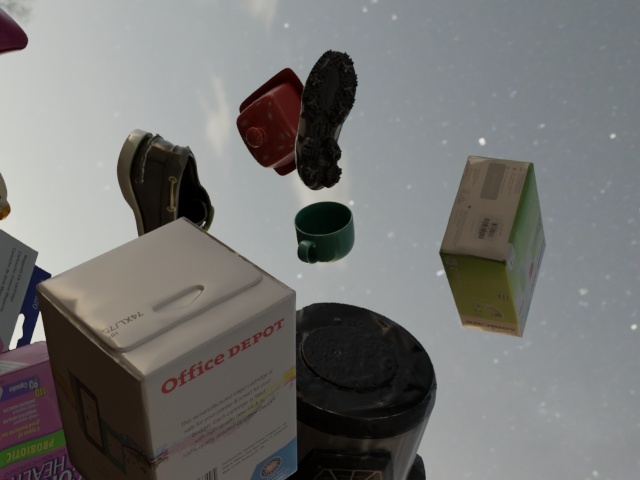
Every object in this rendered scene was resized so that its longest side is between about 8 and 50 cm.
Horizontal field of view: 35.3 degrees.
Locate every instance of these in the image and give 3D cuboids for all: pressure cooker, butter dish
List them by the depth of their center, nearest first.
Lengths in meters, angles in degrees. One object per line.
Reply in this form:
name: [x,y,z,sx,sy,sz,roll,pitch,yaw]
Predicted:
butter dish: [-0.086,-0.195,1.774,0.160,0.118,0.159,-31,-88,40]
pressure cooker: [0.018,0.381,1.988,0.370,0.376,0.420,34,-53,27]

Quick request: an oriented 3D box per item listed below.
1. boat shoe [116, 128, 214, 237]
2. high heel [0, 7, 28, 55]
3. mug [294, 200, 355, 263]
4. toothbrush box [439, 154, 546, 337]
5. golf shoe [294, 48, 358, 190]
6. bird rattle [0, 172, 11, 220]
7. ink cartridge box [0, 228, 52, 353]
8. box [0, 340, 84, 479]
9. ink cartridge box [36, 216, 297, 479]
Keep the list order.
boat shoe: [-0.206,-0.042,1.437,0.091,0.109,0.305,14,-28,13]
high heel: [-0.342,-0.220,0.876,0.244,0.117,0.082,39,-63,48]
mug: [-0.001,-0.006,2.208,0.129,0.158,0.097,46,-28,46]
toothbrush box: [0.314,0.015,1.798,0.122,0.206,0.283,10,-28,21]
golf shoe: [-0.003,-0.169,1.415,0.094,0.077,0.198,178,-76,-73]
bird rattle: [-0.589,-0.110,1.572,0.253,0.143,0.207,50,14,32]
ink cartridge box: [-0.682,0.134,2.028,0.071,0.324,0.330,-10,-33,33]
box: [-0.434,0.288,1.461,0.117,0.214,0.242,2,-82,31]
ink cartridge box: [-0.159,0.156,1.102,0.197,0.198,0.270,32,-44,36]
